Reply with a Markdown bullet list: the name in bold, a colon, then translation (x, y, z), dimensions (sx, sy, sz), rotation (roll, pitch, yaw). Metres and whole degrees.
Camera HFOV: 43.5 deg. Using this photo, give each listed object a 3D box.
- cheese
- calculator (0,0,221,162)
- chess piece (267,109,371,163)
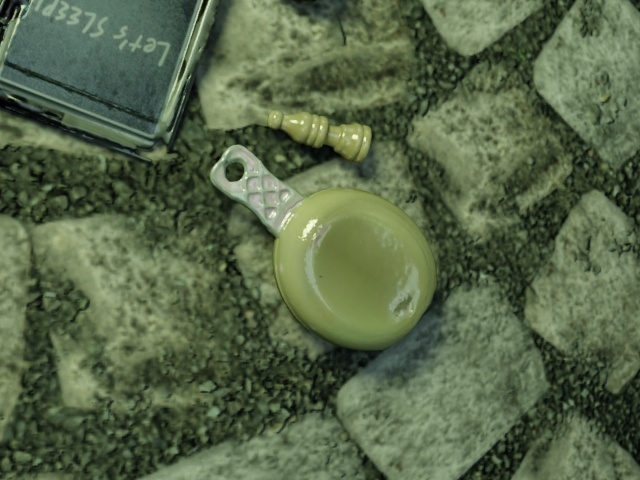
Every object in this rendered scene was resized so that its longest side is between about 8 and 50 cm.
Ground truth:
- **cheese**: translation (0.000, 0.000, 0.704), dimensions (0.227, 0.064, 0.137), rotation (39, 76, -16)
- **calculator**: translation (-0.160, -0.216, 0.657), dimensions (0.166, 0.028, 0.273), rotation (20, 85, -24)
- **chess piece**: translation (-0.003, -0.098, 0.718), dimensions (0.092, 0.035, 0.035), rotation (14, 85, -18)
